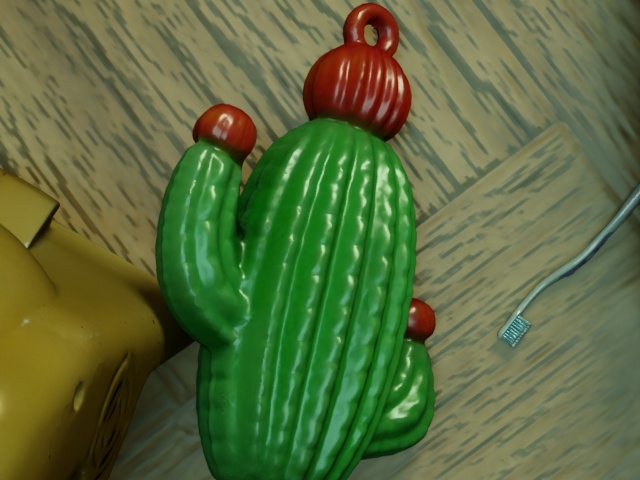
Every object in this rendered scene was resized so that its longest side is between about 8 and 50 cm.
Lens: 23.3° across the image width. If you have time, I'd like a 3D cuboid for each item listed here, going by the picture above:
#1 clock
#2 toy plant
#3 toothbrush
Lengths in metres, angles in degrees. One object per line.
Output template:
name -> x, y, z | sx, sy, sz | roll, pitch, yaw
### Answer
clock -> -0.185, 0.087, 0.671 | 0.200, 0.317, 0.244 | 25, 91, -3
toy plant -> -0.010, 0.007, 0.755 | 0.155, 0.088, 0.240 | -9, 94, -34
toothbrush -> 0.137, 0.003, 0.794 | 0.013, 0.011, 0.131 | 42, 93, 16
